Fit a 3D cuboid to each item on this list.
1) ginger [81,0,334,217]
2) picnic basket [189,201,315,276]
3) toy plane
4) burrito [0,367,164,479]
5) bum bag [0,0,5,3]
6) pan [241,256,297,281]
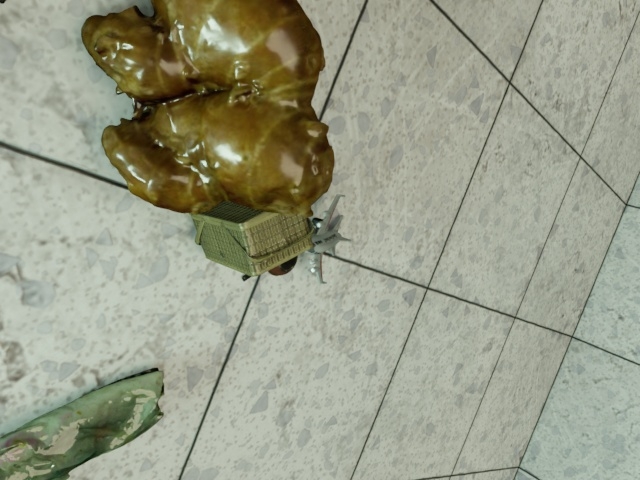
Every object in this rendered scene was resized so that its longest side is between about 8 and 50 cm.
[{"bbox_3d":[-0.128,-0.192,0.707,0.274,0.152,0.358,-7,101,1],"label":"ginger"},{"bbox_3d":[-0.099,-0.019,0.833,0.115,0.164,0.080,-28,116,-33],"label":"picnic basket"},{"bbox_3d":[0.000,0.000,0.999,0.171,0.065,0.162,-9,114,-60],"label":"toy plane"},{"bbox_3d":[-0.339,0.264,0.784,0.309,0.066,0.096,-22,118,-40],"label":"burrito"},{"bbox_3d":[-0.407,-0.216,0.510,0.248,0.060,0.123,-46,128,-30],"label":"bum bag"},{"bbox_3d":[-0.079,0.041,0.976,0.115,0.023,0.069,-33,128,-31],"label":"pan"}]
